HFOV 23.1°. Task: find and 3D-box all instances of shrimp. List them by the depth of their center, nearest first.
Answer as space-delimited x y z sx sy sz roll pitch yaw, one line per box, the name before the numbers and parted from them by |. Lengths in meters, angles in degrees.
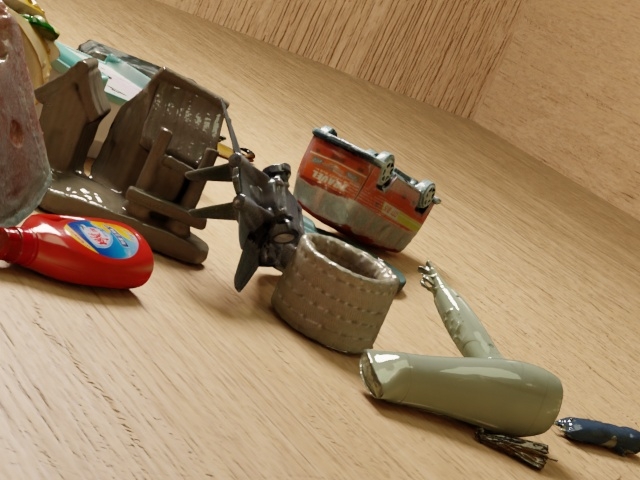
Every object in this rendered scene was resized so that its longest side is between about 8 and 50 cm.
shrimp | -0.147 -0.156 2.343 0.124 0.034 0.178 28 13 4

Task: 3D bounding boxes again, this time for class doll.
doll | 0.295 0.205 1.648 0.125 0.027 0.037 14 15 -32

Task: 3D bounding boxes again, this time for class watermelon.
watermelon | -0.351 -0.124 1.347 0.148 0.226 0.318 5 -13 16

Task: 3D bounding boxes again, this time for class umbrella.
umbrella | 0.185 0.196 1.475 0.083 0.020 0.031 23 51 -6

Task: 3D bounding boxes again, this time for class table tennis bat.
table tennis bat | 0.000 0.000 1.940 0.237 0.038 0.149 30 10 7

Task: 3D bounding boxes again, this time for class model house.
model house | -0.200 -0.097 1.645 0.229 0.188 0.122 22 -4 -15

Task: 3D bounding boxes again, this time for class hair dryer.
hair dryer | 0.117 0.092 1.558 0.206 0.075 0.237 14 32 -23

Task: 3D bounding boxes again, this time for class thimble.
thimble | 0.015 0.055 1.585 0.102 0.090 0.115 9 21 -43

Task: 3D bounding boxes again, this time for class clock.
clock | -0.293 -0.175 1.960 0.231 0.116 0.262 19 13 -48

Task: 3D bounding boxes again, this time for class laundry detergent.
laundry detergent | -0.230 0.004 1.397 0.097 0.049 0.165 40 19 34

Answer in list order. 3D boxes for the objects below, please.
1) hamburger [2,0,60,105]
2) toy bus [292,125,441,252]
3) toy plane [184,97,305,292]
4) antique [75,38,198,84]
hamburger | -0.402 -0.226 1.720 0.237 0.147 0.237 21 -29 13
toy bus | 0.055 -0.062 2.046 0.121 0.119 0.265 29 2 23
toy plane | -0.049 -0.013 1.648 0.088 0.212 0.267 -13 -25 17
antique | -0.267 -0.211 2.204 0.183 0.086 0.088 21 11 -18
